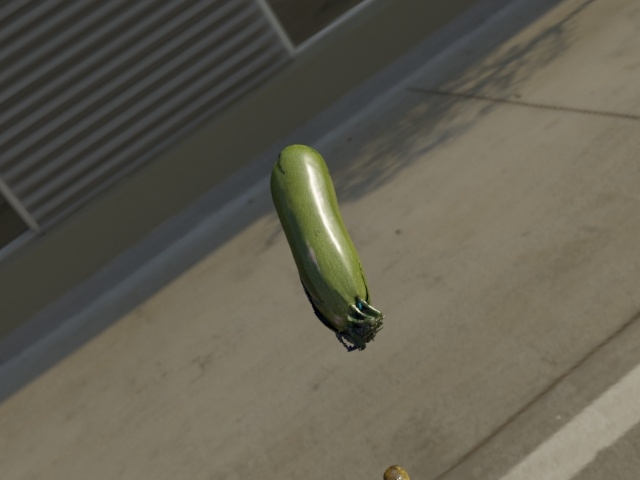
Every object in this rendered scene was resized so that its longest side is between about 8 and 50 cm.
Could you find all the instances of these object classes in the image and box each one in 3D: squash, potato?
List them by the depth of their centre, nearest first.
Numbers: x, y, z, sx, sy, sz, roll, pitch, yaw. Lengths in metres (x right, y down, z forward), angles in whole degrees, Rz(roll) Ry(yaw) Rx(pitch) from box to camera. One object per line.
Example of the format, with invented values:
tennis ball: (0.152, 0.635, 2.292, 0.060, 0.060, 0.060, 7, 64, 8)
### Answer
squash: (0.000, 0.000, 0.634, 0.052, 0.052, 0.183, -28, 59, 14)
potato: (0.148, 0.470, 1.615, 0.051, 0.040, 0.083, -16, 35, 1)
